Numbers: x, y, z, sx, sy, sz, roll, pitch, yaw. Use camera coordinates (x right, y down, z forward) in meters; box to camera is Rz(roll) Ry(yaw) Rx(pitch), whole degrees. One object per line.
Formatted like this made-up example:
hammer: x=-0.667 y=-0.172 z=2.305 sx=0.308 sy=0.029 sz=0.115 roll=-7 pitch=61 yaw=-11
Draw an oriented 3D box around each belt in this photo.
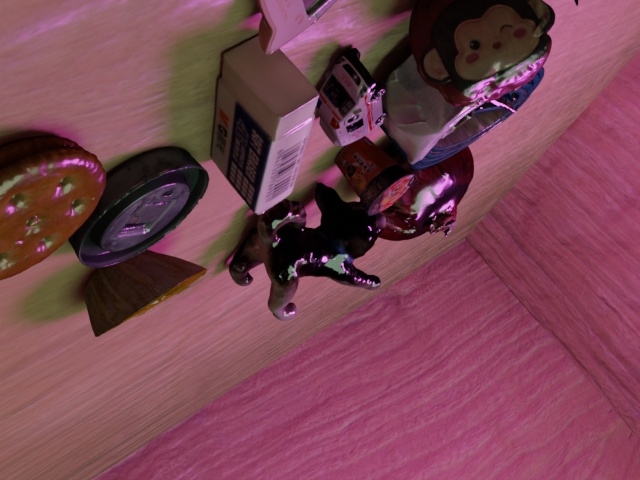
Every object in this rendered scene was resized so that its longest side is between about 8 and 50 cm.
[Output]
belt: x=0.268 y=-0.282 z=1.526 sx=0.300 sy=0.173 sz=0.436 roll=-43 pitch=166 yaw=28

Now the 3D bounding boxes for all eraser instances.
eraser: x=-0.085 y=-0.155 z=1.121 sx=0.081 sy=0.124 sz=0.279 roll=-34 pitch=166 yaw=-23

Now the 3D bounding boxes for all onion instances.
onion: x=0.239 y=-0.119 z=1.840 sx=0.314 sy=0.232 sz=0.314 roll=-42 pitch=162 yaw=-16

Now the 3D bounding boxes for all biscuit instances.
biscuit: x=-0.356 y=-0.038 z=0.923 sx=0.220 sy=0.066 sz=0.220 roll=-40 pitch=167 yaw=-11

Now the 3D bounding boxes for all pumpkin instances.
pumpkin: x=-0.313 y=0.075 z=1.340 sx=0.217 sy=0.110 sz=0.217 roll=-38 pitch=179 yaw=-1

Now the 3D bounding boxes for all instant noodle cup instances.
instant noodle cup: x=0.105 y=-0.141 z=1.627 sx=0.127 sy=0.135 sz=0.127 roll=-37 pitch=166 yaw=-11

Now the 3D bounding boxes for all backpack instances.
backpack: x=0.244 y=-0.326 z=1.241 sx=0.229 sy=0.229 sz=0.139 roll=-38 pitch=168 yaw=-6

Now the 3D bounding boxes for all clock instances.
clock: x=-0.268 y=-0.048 z=1.156 sx=0.226 sy=0.049 sz=0.226 roll=-38 pitch=167 yaw=-11

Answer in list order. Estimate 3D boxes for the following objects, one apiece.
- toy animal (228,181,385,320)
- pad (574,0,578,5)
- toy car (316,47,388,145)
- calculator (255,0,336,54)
toy animal: x=0.000 y=0.000 z=1.664 sx=0.344 sy=0.194 sz=0.302 roll=-19 pitch=144 yaw=-27
pad: x=0.348 y=-0.459 z=1.157 sx=0.055 sy=0.249 sz=0.323 roll=-2 pitch=178 yaw=6
toy car: x=0.046 y=-0.230 z=1.298 sx=0.108 sy=0.089 sz=0.209 roll=-34 pitch=169 yaw=-1
calculator: x=0.033 y=-0.369 z=0.919 sx=0.330 sy=0.048 sz=0.220 roll=-41 pitch=165 yaw=-3
